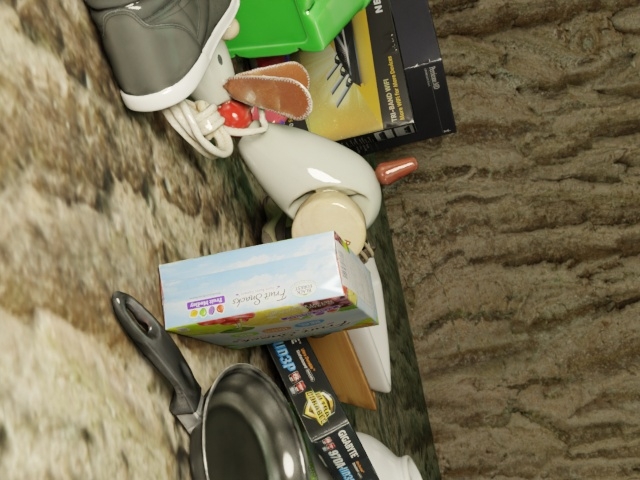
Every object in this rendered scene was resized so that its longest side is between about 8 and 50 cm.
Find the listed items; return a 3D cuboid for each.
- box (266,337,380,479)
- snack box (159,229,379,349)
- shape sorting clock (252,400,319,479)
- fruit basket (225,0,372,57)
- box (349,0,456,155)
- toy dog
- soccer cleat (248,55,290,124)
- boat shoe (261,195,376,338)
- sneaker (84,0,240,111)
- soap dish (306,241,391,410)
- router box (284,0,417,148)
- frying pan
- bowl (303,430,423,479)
[{"bbox_3d":[-0.005,0.200,1.005,0.220,0.051,0.175,58,-7,46],"label":"box"},{"bbox_3d":[-0.042,0.059,0.824,0.207,0.175,0.070,41,39,-72],"label":"snack box"},{"bbox_3d":[-0.047,0.267,0.926,0.206,0.040,0.206,59,17,-30],"label":"shape sorting clock"},{"bbox_3d":[-0.053,-0.473,1.073,0.392,0.283,0.391,-1,90,-70],"label":"fruit basket"},{"bbox_3d":[0.119,-0.347,1.779,0.343,0.313,0.178,53,27,-67],"label":"box"},{"bbox_3d":[-0.018,-0.124,0.903,0.333,0.161,0.220,46,14,-32],"label":"toy dog"},{"bbox_3d":[-0.077,-0.245,1.274,0.095,0.083,0.248,73,8,-49],"label":"soccer cleat"},{"bbox_3d":[0.000,0.000,1.100,0.355,0.130,0.132,-106,169,-62],"label":"boat shoe"},{"bbox_3d":[-0.154,-0.269,0.794,0.295,0.105,0.146,-84,165,-47],"label":"sneaker"},{"bbox_3d":[0.033,0.103,1.335,0.290,0.118,0.228,-90,164,-48],"label":"soap dish"},{"bbox_3d":[0.019,-0.315,1.405,0.081,0.243,0.308,24,54,-77],"label":"router box"},{"bbox_3d":[-0.096,0.192,0.727,0.326,0.053,0.197,40,36,-52],"label":"frying pan"},{"bbox_3d":[0.083,0.385,1.108,0.298,0.134,0.297,-22,90,-82],"label":"bowl"}]
